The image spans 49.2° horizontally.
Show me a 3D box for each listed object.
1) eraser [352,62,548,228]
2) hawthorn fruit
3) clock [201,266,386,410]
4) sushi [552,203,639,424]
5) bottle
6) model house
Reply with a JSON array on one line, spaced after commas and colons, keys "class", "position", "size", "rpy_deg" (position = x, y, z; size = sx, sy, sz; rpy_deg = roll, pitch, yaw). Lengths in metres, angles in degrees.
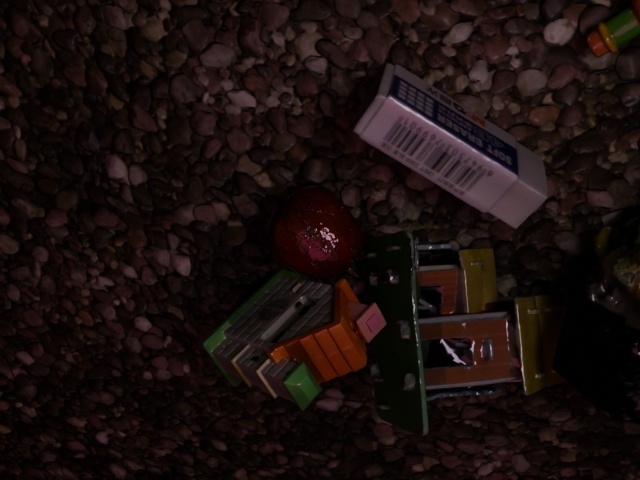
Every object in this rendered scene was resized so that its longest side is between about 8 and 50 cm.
[{"class": "eraser", "position": [0.188, -0.136, 1.003], "size": [0.279, 0.124, 0.081], "rpy_deg": [30, 126, -9]}, {"class": "hawthorn fruit", "position": [0.000, 0.000, 1.115], "size": [0.172, 0.148, 0.148], "rpy_deg": [39, 125, 5]}, {"class": "clock", "position": [-0.030, 0.154, 1.124], "size": [0.255, 0.220, 0.106], "rpy_deg": [8, 134, 53]}, {"class": "sushi", "position": [0.509, 0.081, 0.990], "size": [0.329, 0.328, 0.285], "rpy_deg": [5, 112, 25]}, {"class": "bottle", "position": [0.426, -0.297, 0.880], "size": [0.187, 0.069, 0.069], "rpy_deg": [-30, 114, 29]}, {"class": "model house", "position": [0.236, 0.142, 1.194], "size": [0.324, 0.340, 0.300], "rpy_deg": [-2, 85, -15]}]
